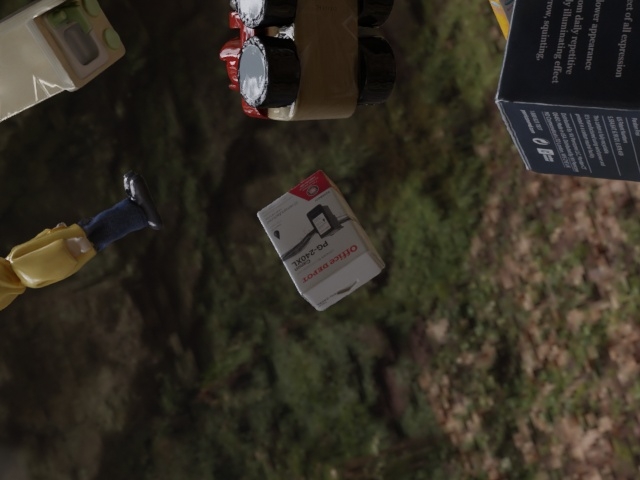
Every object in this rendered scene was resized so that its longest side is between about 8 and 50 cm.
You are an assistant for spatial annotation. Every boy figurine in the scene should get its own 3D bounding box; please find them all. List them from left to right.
[{"bbox_3d":[-0.353,0.006,1.655,0.092,0.285,0.177,67,170,-15],"label":"boy figurine"}]

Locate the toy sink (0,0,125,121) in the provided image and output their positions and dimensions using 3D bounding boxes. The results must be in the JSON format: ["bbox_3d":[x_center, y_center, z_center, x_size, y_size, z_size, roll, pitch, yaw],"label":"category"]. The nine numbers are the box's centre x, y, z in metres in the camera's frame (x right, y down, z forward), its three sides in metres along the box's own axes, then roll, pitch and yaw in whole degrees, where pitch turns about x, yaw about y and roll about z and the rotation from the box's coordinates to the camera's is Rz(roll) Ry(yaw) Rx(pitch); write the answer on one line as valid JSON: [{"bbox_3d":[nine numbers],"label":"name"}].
[{"bbox_3d":[-0.383,-0.281,1.797,0.131,0.234,0.153,59,-148,-17],"label":"toy sink"}]

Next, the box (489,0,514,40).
[{"bbox_3d":[0.278,-0.323,1.712,0.028,0.081,0.136,35,166,44],"label":"box"}]

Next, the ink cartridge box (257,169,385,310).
[{"bbox_3d":[0.000,0.000,1.658,0.150,0.109,0.063,60,-173,33],"label":"ink cartridge box"}]

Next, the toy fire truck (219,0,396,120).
[{"bbox_3d":[-0.035,-0.216,1.065,0.246,0.158,0.217,13,107,58],"label":"toy fire truck"}]

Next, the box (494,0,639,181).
[{"bbox_3d":[0.414,-0.224,1.303,0.212,0.395,0.293,43,-123,-63],"label":"box"}]
